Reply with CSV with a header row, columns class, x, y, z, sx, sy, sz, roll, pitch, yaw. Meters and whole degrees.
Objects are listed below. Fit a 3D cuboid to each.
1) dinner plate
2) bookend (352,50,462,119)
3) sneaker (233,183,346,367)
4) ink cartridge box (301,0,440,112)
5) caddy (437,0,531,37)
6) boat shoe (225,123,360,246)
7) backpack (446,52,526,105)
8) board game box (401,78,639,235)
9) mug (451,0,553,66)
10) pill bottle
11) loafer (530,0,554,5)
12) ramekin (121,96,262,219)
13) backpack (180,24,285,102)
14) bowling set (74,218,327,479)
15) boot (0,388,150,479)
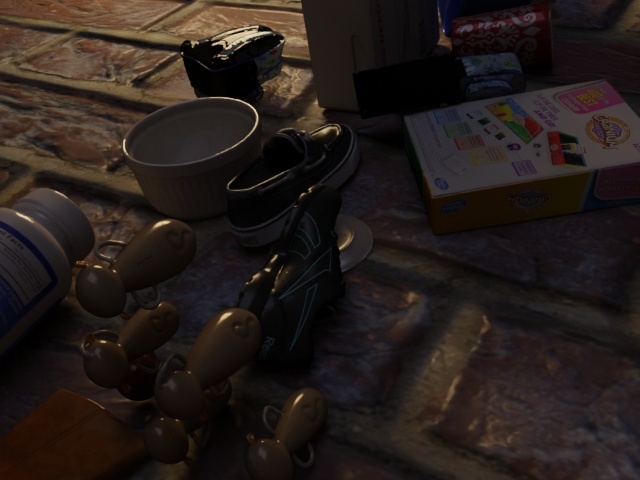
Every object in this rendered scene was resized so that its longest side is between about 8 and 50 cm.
class,x,y,z,sx,sy,sz,roll,pitch,yaw
dinner plate,0.000,0.000,0.982,0.141,0.017,0.141,-5,38,4
bookend,0.126,-0.241,1.168,0.156,0.072,0.157,-13,8,-1
sneaker,-0.019,0.042,0.878,0.106,0.101,0.267,24,52,4
ink cartridge box,0.099,-0.398,1.308,0.129,0.223,0.307,10,41,26
caddy,0.297,-0.534,1.354,0.179,0.341,0.241,5,56,-2
boat shoe,-0.038,-0.113,1.056,0.108,0.102,0.301,8,37,34
backpack,0.266,-0.239,1.164,0.114,0.105,0.084,-11,59,-3
board game box,0.290,-0.125,1.035,0.317,0.064,0.242,-9,37,2
mug,0.328,-0.351,1.316,0.169,0.150,0.113,-2,74,18
pill bottle,-0.405,0.055,0.893,0.152,0.152,0.272,9,41,24
loafer,0.432,-0.581,1.563,0.111,0.112,0.319,-22,37,-2
ramekin,-0.184,-0.121,1.108,0.207,0.109,0.207,-6,37,5
backpack,-0.149,-0.328,1.363,0.173,0.117,0.158,-30,41,-24
bowling set,-0.149,0.145,0.716,0.200,0.287,0.154,-38,4,31
boot,-0.260,0.274,0.657,0.264,0.096,0.280,18,33,34
